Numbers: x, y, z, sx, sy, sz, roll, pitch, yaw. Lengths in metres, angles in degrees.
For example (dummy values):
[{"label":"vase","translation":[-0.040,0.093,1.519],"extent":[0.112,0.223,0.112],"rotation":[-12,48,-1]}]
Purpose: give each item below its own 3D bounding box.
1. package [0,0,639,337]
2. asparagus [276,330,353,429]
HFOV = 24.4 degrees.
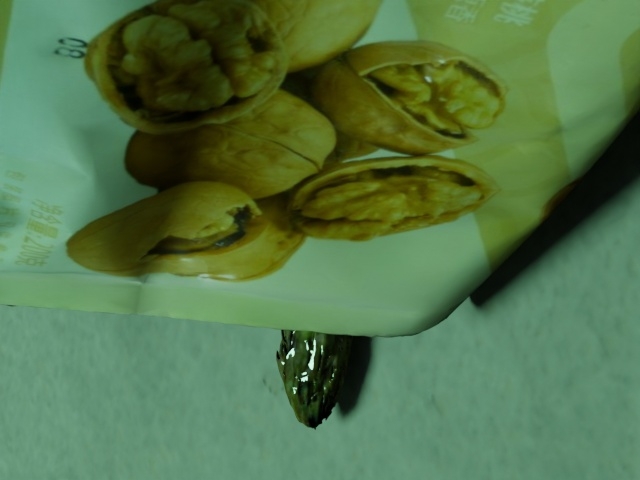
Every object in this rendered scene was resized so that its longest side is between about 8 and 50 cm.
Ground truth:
[{"label":"package","translation":[-0.002,-0.111,0.472],"extent":[0.311,0.221,0.165],"rotation":[120,151,-57]},{"label":"asparagus","translation":[0.000,0.000,0.640],"extent":[0.036,0.030,0.165],"rotation":[6,93,21]}]
